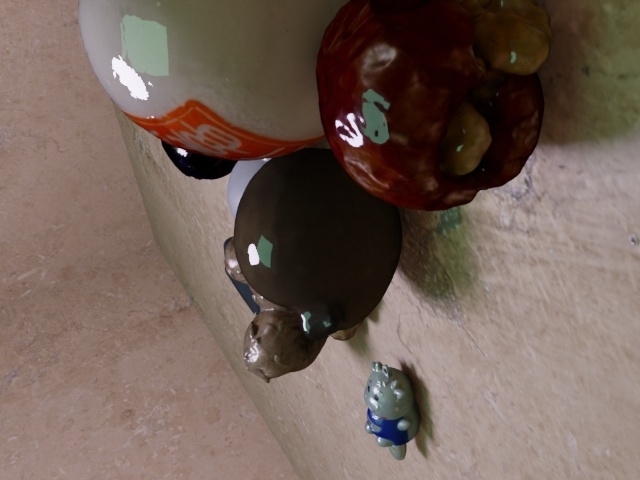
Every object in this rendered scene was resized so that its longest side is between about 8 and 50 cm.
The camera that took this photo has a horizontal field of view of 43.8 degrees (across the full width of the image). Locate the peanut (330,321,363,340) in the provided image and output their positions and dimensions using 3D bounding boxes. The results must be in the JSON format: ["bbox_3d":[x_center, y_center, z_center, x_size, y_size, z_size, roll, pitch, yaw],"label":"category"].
[{"bbox_3d":[0.037,0.123,1.480,0.104,0.086,0.228,50,160,13],"label":"peanut"}]

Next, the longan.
[{"bbox_3d":[0.000,0.000,1.153,0.300,0.243,0.300,52,-152,-42],"label":"longan"}]

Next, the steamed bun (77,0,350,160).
[{"bbox_3d":[-0.118,-0.223,0.985,0.374,0.375,0.241,16,92,67],"label":"steamed bun"}]

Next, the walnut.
[{"bbox_3d":[0.101,-0.163,0.772,0.243,0.222,0.269,-68,30,21],"label":"walnut"}]

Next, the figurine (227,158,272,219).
[{"bbox_3d":[-0.098,-0.142,1.391,0.281,0.167,0.370,63,-173,-72],"label":"figurine"}]

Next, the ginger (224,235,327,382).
[{"bbox_3d":[-0.079,0.111,1.580,0.155,0.245,0.304,-3,105,49],"label":"ginger"}]

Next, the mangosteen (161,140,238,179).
[{"bbox_3d":[-0.242,-0.242,1.695,0.194,0.194,0.230,51,132,39],"label":"mangosteen"}]

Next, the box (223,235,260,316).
[{"bbox_3d":[-0.120,0.060,1.757,0.201,0.145,0.090,51,153,42],"label":"box"}]

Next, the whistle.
[{"bbox_3d":[0.127,0.314,1.447,0.110,0.092,0.244,41,148,45],"label":"whistle"}]
